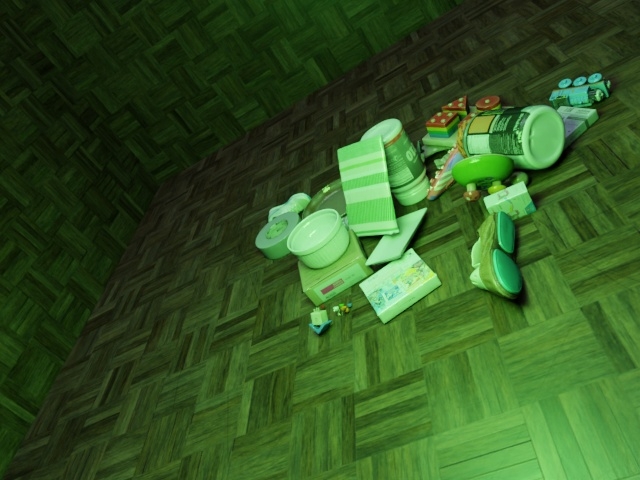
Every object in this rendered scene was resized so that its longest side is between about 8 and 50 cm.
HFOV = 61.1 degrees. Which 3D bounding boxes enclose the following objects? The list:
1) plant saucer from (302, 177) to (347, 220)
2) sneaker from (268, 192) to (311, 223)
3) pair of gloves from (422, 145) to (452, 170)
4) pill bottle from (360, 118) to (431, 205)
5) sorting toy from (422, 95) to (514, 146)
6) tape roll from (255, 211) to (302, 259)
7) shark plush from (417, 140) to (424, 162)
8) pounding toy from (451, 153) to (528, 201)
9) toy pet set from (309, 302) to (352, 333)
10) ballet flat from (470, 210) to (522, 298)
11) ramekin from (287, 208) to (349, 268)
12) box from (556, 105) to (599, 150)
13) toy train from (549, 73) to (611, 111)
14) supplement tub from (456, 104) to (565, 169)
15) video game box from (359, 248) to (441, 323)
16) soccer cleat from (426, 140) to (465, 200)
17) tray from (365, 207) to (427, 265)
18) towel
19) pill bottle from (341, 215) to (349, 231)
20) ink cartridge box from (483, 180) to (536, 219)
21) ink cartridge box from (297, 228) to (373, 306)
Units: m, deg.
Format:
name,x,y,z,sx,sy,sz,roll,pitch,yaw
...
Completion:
name,x,y,z,sx,sy,sz,roll,pitch,yaw
plant saucer,0.065,-0.152,2.233,0.311,0.050,0.310,-27,30,17
sneaker,-0.134,-0.127,2.391,0.229,0.087,0.092,-30,36,28
pair of gloves,0.492,-0.343,2.048,0.204,0.042,0.240,-34,34,-5
pill bottle,0.276,-0.275,1.933,0.161,0.283,0.161,-27,30,17
sorting toy,0.549,-0.459,2.041,0.257,0.089,0.255,16,50,47
tape roll,-0.164,-0.022,2.273,0.219,0.072,0.219,-28,30,18
shark plush,0.355,-0.294,2.031,0.067,0.161,0.073,10,52,3
pounding toy,0.509,-0.166,1.641,0.183,0.237,0.110,-17,67,43
toy pet set,0.027,0.246,1.708,0.122,0.065,0.114,-9,5,37
ballet flat,0.459,0.054,1.453,0.124,0.116,0.342,-42,21,37
ramekin,0.000,0.000,1.838,0.207,0.109,0.207,-27,31,17
box,0.778,-0.360,1.760,0.186,0.038,0.145,-41,29,-8
toy train,0.869,-0.492,1.817,0.184,0.080,0.105,3,57,47
supplement tub,0.596,-0.326,1.734,0.193,0.193,0.316,-44,24,-12
video game box,0.235,0.132,1.631,0.205,0.048,0.187,-35,25,3
soccer cleat,0.459,-0.237,1.897,0.248,0.095,0.083,-59,1,-7
tray,0.257,-0.006,1.780,0.145,0.030,0.270,-20,23,42
towel,0.159,-0.176,1.858,0.038,0.324,0.248,-12,4,-34
pill bottle,0.083,-0.042,2.022,0.137,0.078,0.078,-29,30,16
ink cartridge box,0.552,-0.105,1.582,0.122,0.088,0.052,-24,38,23
ink cartridge box,0.048,0.091,1.857,0.235,0.088,0.193,-31,31,10
